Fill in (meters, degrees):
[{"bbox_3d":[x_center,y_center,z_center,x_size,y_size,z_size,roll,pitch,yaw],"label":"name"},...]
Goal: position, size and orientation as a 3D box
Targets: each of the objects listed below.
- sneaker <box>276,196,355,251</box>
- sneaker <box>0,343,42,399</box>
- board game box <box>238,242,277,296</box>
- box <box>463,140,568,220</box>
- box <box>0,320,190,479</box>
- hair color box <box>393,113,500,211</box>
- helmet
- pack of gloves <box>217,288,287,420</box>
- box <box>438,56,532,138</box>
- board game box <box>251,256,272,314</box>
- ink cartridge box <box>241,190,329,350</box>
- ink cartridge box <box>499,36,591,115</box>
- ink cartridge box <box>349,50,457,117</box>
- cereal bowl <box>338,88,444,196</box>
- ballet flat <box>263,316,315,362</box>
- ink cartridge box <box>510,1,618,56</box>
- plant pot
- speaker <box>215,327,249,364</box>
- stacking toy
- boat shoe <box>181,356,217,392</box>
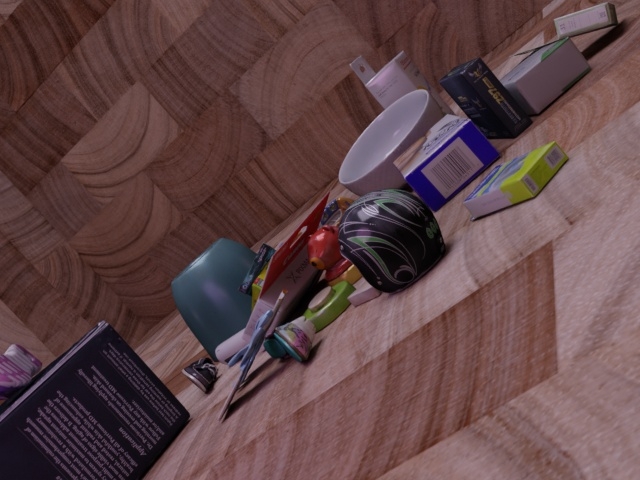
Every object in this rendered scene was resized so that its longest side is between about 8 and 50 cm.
[{"bbox_3d":[0.000,0.000,2.264,0.296,0.112,0.131,-39,-10,10],"label":"sneaker"},{"bbox_3d":[-0.662,0.291,1.685,0.104,0.095,0.236,-48,3,-4],"label":"sneaker"},{"bbox_3d":[-0.137,0.078,1.945,0.126,0.026,0.186,-63,-12,-5],"label":"board game box"},{"bbox_3d":[0.315,-0.096,1.340,0.109,0.042,0.178,-44,9,-25],"label":"box"},{"bbox_3d":[-0.612,0.487,1.710,0.480,0.297,0.472,-34,8,41],"label":"box"},{"bbox_3d":[0.273,-0.183,1.820,0.185,0.110,0.339,-41,6,8],"label":"hair color box"},{"bbox_3d":[0.116,-0.010,1.386,0.169,0.161,0.169,-41,7,6],"label":"helmet"},{"bbox_3d":[-0.147,0.211,1.582,0.232,0.046,0.195,-64,-3,13],"label":"pack of gloves"},{"bbox_3d":[0.362,-0.312,1.803,0.059,0.183,0.233,-41,8,1],"label":"box"},{"bbox_3d":[-0.124,0.128,1.932,0.092,0.043,0.181,-56,-14,-32],"label":"board game box"},{"bbox_3d":[-0.051,0.067,1.805,0.296,0.066,0.261,-51,-12,-49],"label":"ink cartridge box"},{"bbox_3d":[0.484,-0.360,1.810,0.154,0.093,0.212,-40,9,0],"label":"ink cartridge box"},{"bbox_3d":[0.256,-0.436,2.400,0.119,0.353,0.207,-38,8,23],"label":"ink cartridge box"},{"bbox_3d":[0.213,-0.241,2.201,0.339,0.141,0.339,-44,18,18],"label":"cereal bowl"},{"bbox_3d":[-0.050,0.181,1.503,0.079,0.077,0.221,-40,2,-17],"label":"ballet flat"},{"bbox_3d":[0.566,-0.493,1.892,0.235,0.056,0.171,-11,9,27],"label":"ink cartridge box"},{"bbox_3d":[-0.253,0.136,2.151,0.293,0.235,0.293,-41,7,6],"label":"plant pot"},{"bbox_3d":[-0.187,0.243,1.891,0.136,0.055,0.055,-35,10,40],"label":"speaker"},{"bbox_3d":[0.053,0.031,1.606,0.309,0.130,0.279,-35,9,43],"label":"stacking toy"},{"bbox_3d":[-0.280,0.309,1.914,0.065,0.075,0.206,-46,3,-9],"label":"boat shoe"}]
